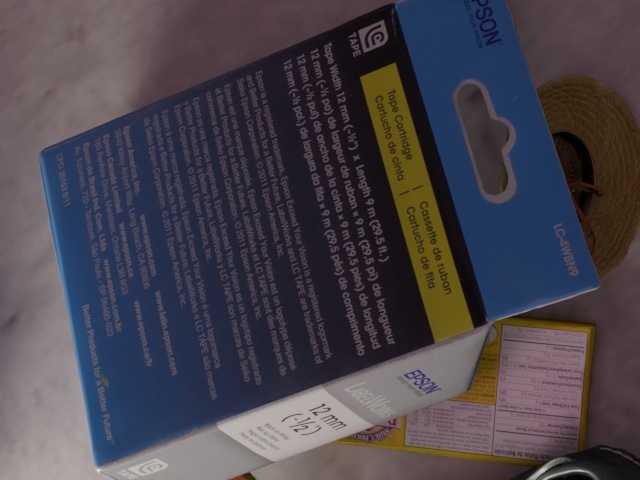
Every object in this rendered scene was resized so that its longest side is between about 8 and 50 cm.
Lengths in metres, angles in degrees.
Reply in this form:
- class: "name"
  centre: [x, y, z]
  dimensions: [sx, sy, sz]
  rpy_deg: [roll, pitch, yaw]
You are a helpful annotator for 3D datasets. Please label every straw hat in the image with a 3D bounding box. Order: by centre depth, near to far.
- class: "straw hat"
  centre: [0.156, -0.040, 1.147]
  dimensions: [0.061, 0.144, 0.144]
  rpy_deg: [-3, 92, 56]

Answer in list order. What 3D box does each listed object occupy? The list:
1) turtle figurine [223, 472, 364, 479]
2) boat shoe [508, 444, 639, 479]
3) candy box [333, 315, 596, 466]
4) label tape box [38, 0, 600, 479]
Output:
- class: "turtle figurine"
  centre: [-0.064, 0.243, 1.162]
  dimensions: [0.269, 0.087, 0.217]
  rpy_deg: [2, 86, 35]
- class: "boat shoe"
  centre: [0.087, 0.231, 1.134]
  dimensions: [0.319, 0.099, 0.116]
  rpy_deg: [-31, 65, 20]
- class: "candy box"
  centre: [0.090, 0.101, 1.188]
  dimensions: [0.206, 0.027, 0.105]
  rpy_deg: [6, 96, 14]
- class: "label tape box"
  centre: [0.000, 0.000, 1.122]
  dimensions: [0.348, 0.115, 0.249]
  rpy_deg: [-20, 63, 12]
